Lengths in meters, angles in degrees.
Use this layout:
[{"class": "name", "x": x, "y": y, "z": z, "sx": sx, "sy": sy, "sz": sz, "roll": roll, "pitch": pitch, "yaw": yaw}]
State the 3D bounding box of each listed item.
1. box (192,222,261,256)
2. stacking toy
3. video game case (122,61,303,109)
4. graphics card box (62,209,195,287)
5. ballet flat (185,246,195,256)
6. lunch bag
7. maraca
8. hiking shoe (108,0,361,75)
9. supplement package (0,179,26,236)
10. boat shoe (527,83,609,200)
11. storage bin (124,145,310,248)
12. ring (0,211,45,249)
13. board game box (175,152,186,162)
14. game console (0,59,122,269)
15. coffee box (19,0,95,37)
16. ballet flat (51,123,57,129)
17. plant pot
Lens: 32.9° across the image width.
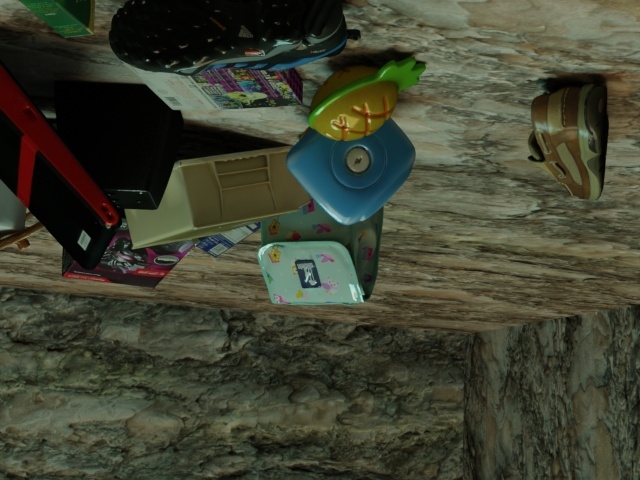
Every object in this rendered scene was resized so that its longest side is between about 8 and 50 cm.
[{"class": "box", "x": -0.159, "y": -0.048, "z": 2.312, "sx": 0.225, "sy": 0.036, "sz": 0.136, "roll": -31, "pitch": 163, "yaw": 5}, {"class": "stacking toy", "x": 0.014, "y": -0.138, "z": 1.785, "sx": 0.166, "sy": 0.175, "sz": 0.302, "roll": 46, "pitch": 172, "yaw": -17}, {"class": "video game case", "x": -0.151, "y": -0.242, "z": 1.543, "sx": 0.210, "sy": 0.042, "sz": 0.232, "roll": 0, "pitch": 168, "yaw": 13}, {"class": "graphics card box", "x": -0.421, "y": -0.005, "z": 2.432, "sx": 0.232, "sy": 0.094, "sz": 0.371, "roll": 9, "pitch": 152, "yaw": -26}, {"class": "ballet flat", "x": -0.422, "y": -0.001, "z": 2.646, "sx": 0.241, "sy": 0.091, "sz": 0.077, "roll": 3, "pitch": 158, "yaw": -13}, {"class": "lunch bag", "x": 0.000, "y": 0.000, "z": 2.133, "sx": 0.223, "sy": 0.262, "sz": 0.160, "roll": -3, "pitch": 167, "yaw": 29}, {"class": "maraca", "x": 0.065, "y": -0.207, "z": 1.553, "sx": 0.185, "sy": 0.099, "sz": 0.127, "roll": -30, "pitch": 167, "yaw": 20}, {"class": "hiking shoe", "x": -0.111, "y": -0.246, "z": 1.346, "sx": 0.304, "sy": 0.113, "sz": 0.132, "roll": -1, "pitch": 167, "yaw": 14}, {"class": "supplement package", "x": -0.686, "y": -0.096, "z": 2.015, "sx": 0.175, "sy": 0.178, "sz": 0.293, "roll": 12, "pitch": 164, "yaw": -39}, {"class": "boat shoe", "x": 0.388, "y": -0.157, "z": 1.701, "sx": 0.119, "sy": 0.123, "sz": 0.324, "roll": 4, "pitch": 161, "yaw": 17}, {"class": "storage bin", "x": -0.197, "y": -0.079, "z": 1.999, "sx": 0.260, "sy": 0.123, "sz": 0.262, "roll": -12, "pitch": 178, "yaw": -36}, {"class": "ring", "x": -0.520, "y": -0.045, "z": 2.084, "sx": 0.336, "sy": 0.032, "sz": 0.336, "roll": -26, "pitch": -166, "yaw": 7}, {"class": "board game box", "x": -0.309, "y": -0.165, "z": 1.912, "sx": 0.133, "sy": 0.033, "sz": 0.169, "roll": 6, "pitch": -168, "yaw": 2}, {"class": "game console", "x": -0.432, "y": -0.119, "z": 1.638, "sx": 0.342, "sy": 0.060, "sz": 0.386, "roll": 47, "pitch": 161, "yaw": -3}, {"class": "coffee box", "x": -0.293, "y": -0.300, "z": 1.137, "sx": 0.040, "sy": 0.113, "sz": 0.184, "roll": -4, "pitch": 166, "yaw": 14}, {"class": "ballet flat", "x": -0.493, "y": -0.172, "z": 1.881, "sx": 0.213, "sy": 0.068, "sz": 0.072, "roll": 2, "pitch": 168, "yaw": 5}, {"class": "plant pot", "x": -0.325, "y": -0.144, "z": 1.744, "sx": 0.187, "sy": 0.167, "sz": 0.188, "roll": 2, "pitch": 167, "yaw": -2}]
